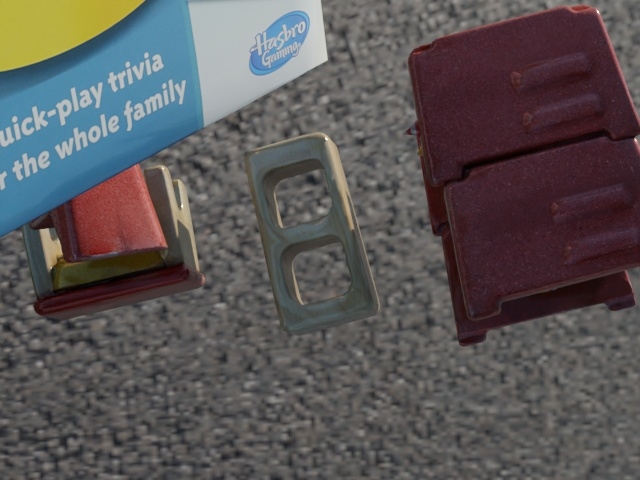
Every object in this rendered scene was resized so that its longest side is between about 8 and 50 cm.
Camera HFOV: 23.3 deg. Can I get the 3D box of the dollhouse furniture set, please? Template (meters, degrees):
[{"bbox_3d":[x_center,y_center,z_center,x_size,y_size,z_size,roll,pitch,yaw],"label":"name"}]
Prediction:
[{"bbox_3d":[0.000,0.000,0.918,0.374,0.201,0.152,-14,81,4],"label":"dollhouse furniture set"}]

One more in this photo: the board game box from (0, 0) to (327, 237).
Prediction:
[{"bbox_3d":[-0.122,-0.170,0.464,0.254,0.079,0.336,-34,128,-40],"label":"board game box"}]
